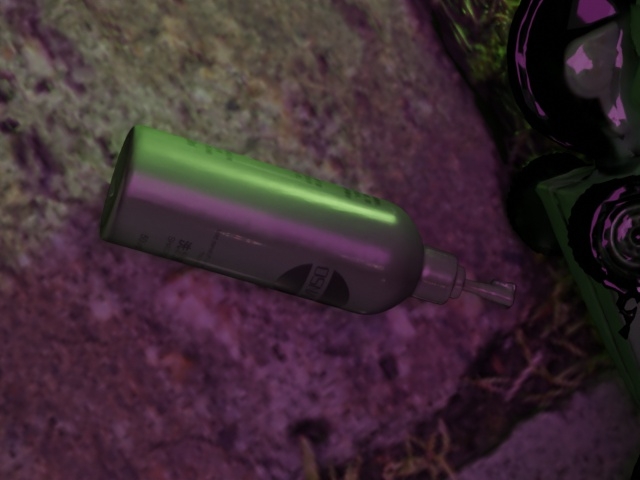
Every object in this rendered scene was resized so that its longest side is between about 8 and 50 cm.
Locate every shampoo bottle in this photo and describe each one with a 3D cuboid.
[{"bbox_3d":[0.000,0.000,0.828,0.195,0.056,0.056,16,86,-11],"label":"shampoo bottle"}]

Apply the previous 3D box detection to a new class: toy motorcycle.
[{"bbox_3d":[0.202,0.001,0.842,0.196,0.125,0.331,-18,101,-9],"label":"toy motorcycle"}]
